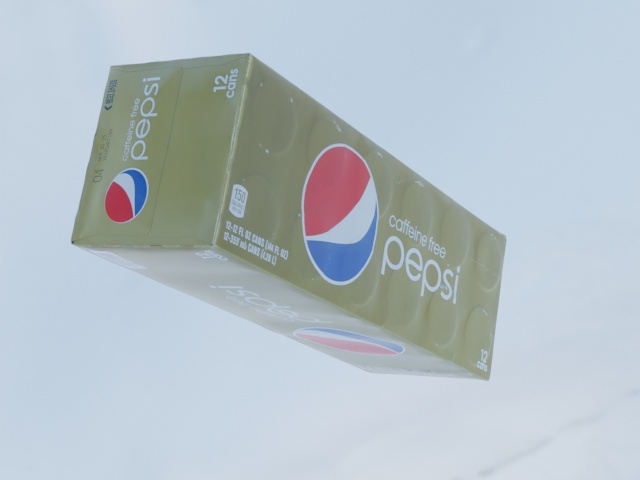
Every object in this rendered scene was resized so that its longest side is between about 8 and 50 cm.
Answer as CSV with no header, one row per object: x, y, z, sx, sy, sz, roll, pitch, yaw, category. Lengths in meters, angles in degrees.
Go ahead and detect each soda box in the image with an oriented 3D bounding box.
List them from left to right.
0.000,0.000,0.442,0.058,0.181,0.061,0,73,33,soda box
